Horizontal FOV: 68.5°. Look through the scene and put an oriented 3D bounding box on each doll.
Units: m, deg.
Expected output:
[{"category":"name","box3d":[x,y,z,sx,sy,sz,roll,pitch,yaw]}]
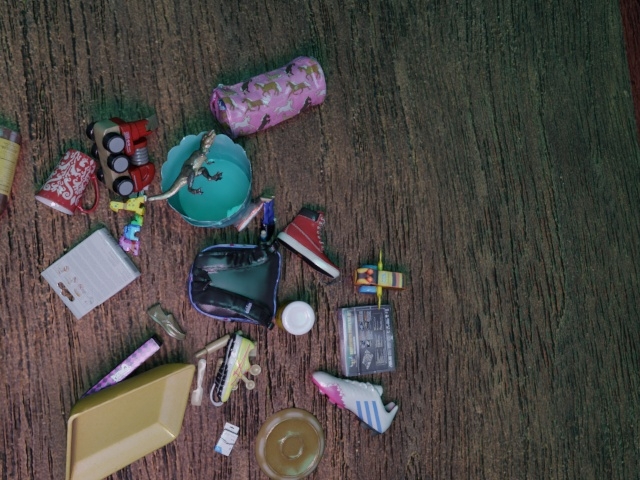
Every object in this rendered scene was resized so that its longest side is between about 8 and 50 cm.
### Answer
[{"category":"doll","box3d":[-0.172,-0.056,1.538,0.046,0.129,0.189,9,111,9]}]

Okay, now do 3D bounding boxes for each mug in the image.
[{"category":"mug","box3d":[-0.738,-0.169,1.402,0.113,0.150,0.169,14,73,22]}]

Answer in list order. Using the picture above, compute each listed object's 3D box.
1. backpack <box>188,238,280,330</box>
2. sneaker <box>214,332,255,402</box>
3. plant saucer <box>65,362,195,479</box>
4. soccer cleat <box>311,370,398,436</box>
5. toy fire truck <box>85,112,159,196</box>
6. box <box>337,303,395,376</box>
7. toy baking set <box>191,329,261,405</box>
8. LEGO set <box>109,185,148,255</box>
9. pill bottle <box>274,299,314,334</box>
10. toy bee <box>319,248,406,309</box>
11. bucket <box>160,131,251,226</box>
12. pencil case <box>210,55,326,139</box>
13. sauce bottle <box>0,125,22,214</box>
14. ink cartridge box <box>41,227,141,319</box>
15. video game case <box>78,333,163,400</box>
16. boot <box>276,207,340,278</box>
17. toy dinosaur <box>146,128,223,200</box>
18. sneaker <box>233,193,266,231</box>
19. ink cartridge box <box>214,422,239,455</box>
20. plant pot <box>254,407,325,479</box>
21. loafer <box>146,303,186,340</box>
[{"category":"backpack","box3d":[-0.271,0.127,1.439,0.263,0.213,0.276,10,75,-23]},{"category":"sneaker","box3d":[-0.259,0.400,1.455,0.094,0.081,0.208,23,80,-29]},{"category":"plant saucer","box3d":[-0.524,0.482,1.267,0.081,0.332,0.333,38,34,30]},{"category":"soccer cleat","box3d":[0.117,0.507,1.560,0.331,0.116,0.143,42,83,-16]},{"category":"toy fire truck","box3d":[-0.559,-0.282,1.426,0.158,0.217,0.246,31,45,29]},{"category":"box","box3d":[0.158,0.341,1.620,0.183,0.056,0.231,-3,85,-16]},{"category":"toy baking set","box3d":[-0.305,0.409,1.489,0.256,0.030,0.196,-22,91,-18]},{"category":"LEGO set","box3d":[-0.590,-0.074,1.429,0.093,0.087,0.227,8,81,-16]},{"category":"pill bottle","box3d":[-0.089,0.241,1.491,0.103,0.184,0.103,2,83,-16]},{"category":"toy bee","box3d":[0.175,0.140,1.590,0.298,0.162,0.195,-16,86,-19]},{"category":"bucket","box3d":[-0.337,-0.170,1.442,0.281,0.183,0.281,1,79,-5]},{"category":"pencil case","box3d":[-0.167,-0.479,1.563,0.386,0.167,0.160,-27,59,-18]},{"category":"sauce bottle","box3d":[-0.937,-0.150,1.323,0.111,0.111,0.344,12,82,-15]},{"category":"ink cartridge box","box3d":[-0.682,0.099,1.404,0.225,0.056,0.181,-36,95,7]},{"category":"video game case","box3d":[-0.551,0.360,1.328,0.232,0.210,0.042,-42,94,-17]},{"category":"boot","box3d":[0.000,0.000,1.579,0.244,0.088,0.176,38,72,7]},{"category":"toy dinosaur","box3d":[-0.354,-0.185,1.319,0.118,0.064,0.268,34,78,17]},{"category":"sneaker","box3d":[-0.237,-0.105,1.552,0.065,0.061,0.158,39,74,-2]},{"category":"ink cartridge box","box3d":[-0.292,0.622,1.471,0.048,0.028,0.083,29,77,-12]},{"category":"plant pot","box3d":[-0.094,0.667,1.524,0.236,0.032,0.236,2,84,-16]},{"category":"loafer","box3d":[-0.466,0.251,1.446,0.148,0.056,0.050,42,81,-8]}]
